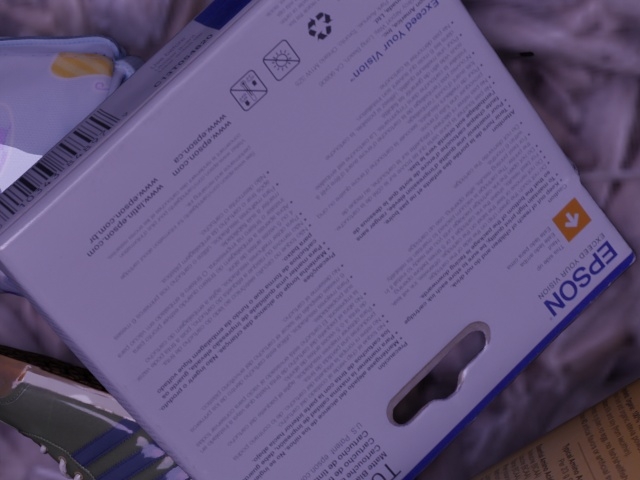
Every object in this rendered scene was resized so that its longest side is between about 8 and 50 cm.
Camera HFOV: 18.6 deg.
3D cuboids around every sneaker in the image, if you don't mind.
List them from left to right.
[{"bbox_3d":[-0.086,0.113,0.903,0.192,0.064,0.086,18,90,3],"label":"sneaker"}]

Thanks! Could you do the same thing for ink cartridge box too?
[{"bbox_3d":[0.000,0.000,0.847,0.223,0.045,0.224,-43,118,-9],"label":"ink cartridge box"}]

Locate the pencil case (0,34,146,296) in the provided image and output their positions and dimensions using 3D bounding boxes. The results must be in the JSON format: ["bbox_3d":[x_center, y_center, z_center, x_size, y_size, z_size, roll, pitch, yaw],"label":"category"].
[{"bbox_3d":[-0.212,-0.047,0.888,0.273,0.113,0.124,9,87,7],"label":"pencil case"}]

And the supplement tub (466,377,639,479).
[{"bbox_3d":[0.134,0.186,0.797,0.316,0.228,0.228,-31,89,8],"label":"supplement tub"}]
